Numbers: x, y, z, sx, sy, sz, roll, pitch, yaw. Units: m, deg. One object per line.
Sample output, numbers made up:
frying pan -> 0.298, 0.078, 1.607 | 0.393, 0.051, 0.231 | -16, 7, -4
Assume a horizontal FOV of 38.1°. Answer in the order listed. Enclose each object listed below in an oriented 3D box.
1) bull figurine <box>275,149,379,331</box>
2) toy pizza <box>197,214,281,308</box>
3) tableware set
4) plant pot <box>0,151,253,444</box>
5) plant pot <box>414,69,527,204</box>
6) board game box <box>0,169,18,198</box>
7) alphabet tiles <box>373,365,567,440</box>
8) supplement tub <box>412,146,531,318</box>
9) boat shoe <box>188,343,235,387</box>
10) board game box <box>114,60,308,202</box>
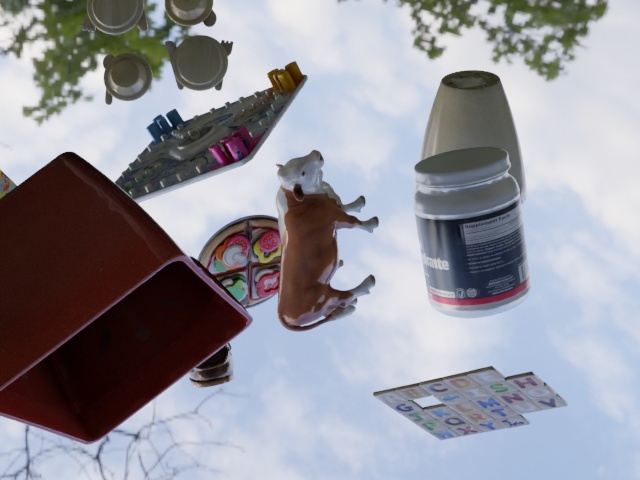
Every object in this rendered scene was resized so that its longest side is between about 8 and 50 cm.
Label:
bull figurine -> 0.000, 0.000, 1.574 | 0.188, 0.311, 0.101 | 1, -168, -27
toy pizza -> -0.126, 0.046, 1.656 | 0.201, 0.201, 0.032 | -8, -145, -26
tableware set -> -0.182, -0.228, 1.038 | 0.168, 0.020, 0.141 | -5, -97, 1
plant pot -> -0.283, 0.055, 1.126 | 0.267, 0.267, 0.236 | -37, -114, -2
plant pot -> 0.332, -0.226, 2.056 | 0.256, 0.274, 0.256 | -4, -150, 2
board game box -> -0.637, 0.002, 1.886 | 0.144, 0.275, 0.142 | -15, -139, 32
alphabet tiles -> 0.229, 0.241, 1.365 | 0.198, 0.237, 0.009 | 39, -135, -40
supplement tub -> 0.270, -0.015, 1.669 | 0.191, 0.272, 0.191 | -10, -163, 3
boat shoe -> -0.175, 0.180, 1.454 | 0.073, 0.073, 0.207 | -7, -176, -9
board game box -> -0.248, -0.207, 1.848 | 0.389, 0.050, 0.390 | -16, -154, 26
